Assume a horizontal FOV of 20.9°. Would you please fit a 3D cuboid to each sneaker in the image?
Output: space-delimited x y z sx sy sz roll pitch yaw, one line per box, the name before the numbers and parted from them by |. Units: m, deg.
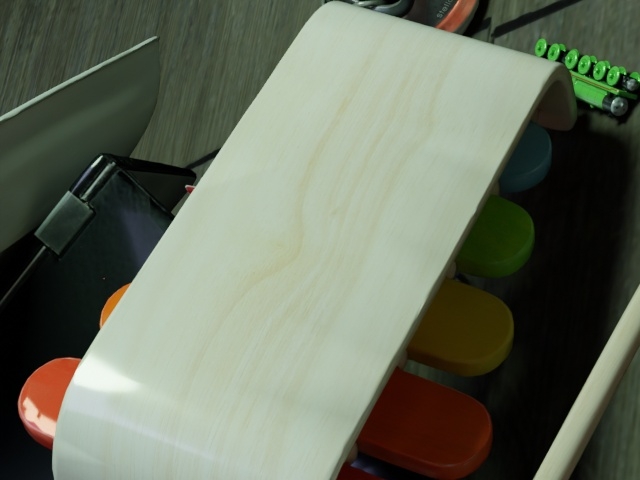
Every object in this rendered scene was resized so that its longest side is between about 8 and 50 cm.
sneaker | 0.024 -0.134 0.997 0.158 0.065 0.061 -19 54 53

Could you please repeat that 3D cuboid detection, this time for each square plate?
square plate | -0.231 0.064 0.978 0.347 0.049 0.344 -53 -4 29

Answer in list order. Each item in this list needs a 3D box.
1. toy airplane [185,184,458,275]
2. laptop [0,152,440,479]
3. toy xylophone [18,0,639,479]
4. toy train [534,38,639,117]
toy airplane | 0.000 0.000 0.857 0.028 0.151 0.151 -68 27 23
laptop | -0.138 0.172 0.948 0.382 0.236 0.408 -51 -3 4
toy xylophone | 0.029 0.024 0.736 0.236 0.081 0.322 26 59 24
toy train | 0.126 -0.079 0.839 0.083 0.017 0.023 37 113 60
